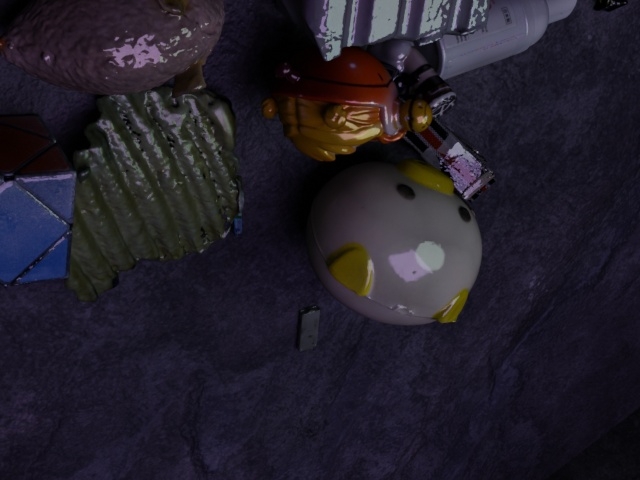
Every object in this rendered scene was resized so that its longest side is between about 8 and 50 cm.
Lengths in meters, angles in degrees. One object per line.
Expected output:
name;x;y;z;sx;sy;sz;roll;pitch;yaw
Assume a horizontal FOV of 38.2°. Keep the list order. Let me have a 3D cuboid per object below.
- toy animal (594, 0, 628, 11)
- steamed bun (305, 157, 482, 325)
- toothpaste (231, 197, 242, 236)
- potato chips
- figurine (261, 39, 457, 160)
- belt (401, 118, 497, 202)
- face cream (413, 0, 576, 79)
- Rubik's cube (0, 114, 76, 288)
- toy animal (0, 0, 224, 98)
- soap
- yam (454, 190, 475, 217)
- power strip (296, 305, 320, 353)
toy animal;0.580;-0.542;1.946;0.202;0.070;0.105;5;109;-31
steamed bun;0.150;0.006;1.864;0.374;0.334;0.334;17;113;-25
toothpaste;-0.167;-0.047;1.828;0.017;0.020;0.083;-15;130;-20
potato chips;-0.307;-0.084;1.640;0.373;0.097;0.389;-22;132;-36
figurine;0.049;-0.256;1.618;0.323;0.320;0.196;-27;118;-41
belt;0.242;-0.201;1.932;0.094;0.126;0.359;-43;131;15
face cream;0.352;-0.426;1.803;0.370;0.145;0.145;-20;132;-19
Rubik's cube;-0.512;-0.061;1.441;0.205;0.207;0.205;-8;126;-32
toy animal;-0.298;-0.318;1.374;0.358;0.226;0.188;-22;133;-20
soap;0.106;-0.547;1.489;0.350;0.213;0.435;-13;129;-23
yam;0.285;-0.069;2.052;0.084;0.127;0.084;-15;129;-20
power strip;-0.029;0.209;2.125;0.051;0.019;0.136;-17;131;-26
